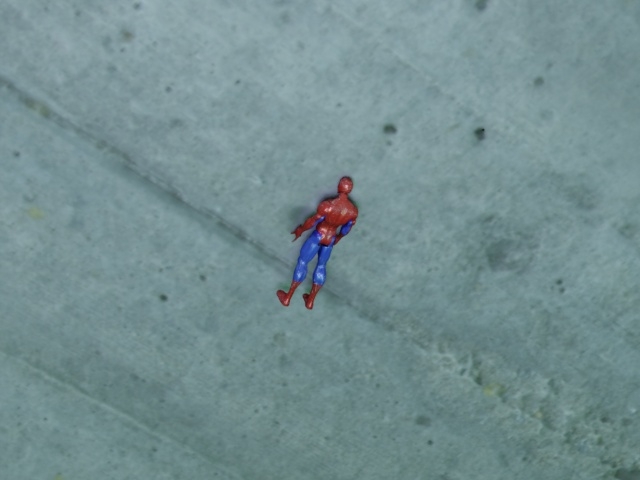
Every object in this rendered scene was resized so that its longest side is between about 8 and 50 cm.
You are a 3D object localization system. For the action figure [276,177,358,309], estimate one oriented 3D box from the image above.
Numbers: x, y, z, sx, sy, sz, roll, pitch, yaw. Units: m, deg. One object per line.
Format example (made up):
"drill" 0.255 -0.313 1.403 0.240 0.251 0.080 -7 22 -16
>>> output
"action figure" 0.000 0.000 1.155 0.038 0.030 0.115 12 122 -23
